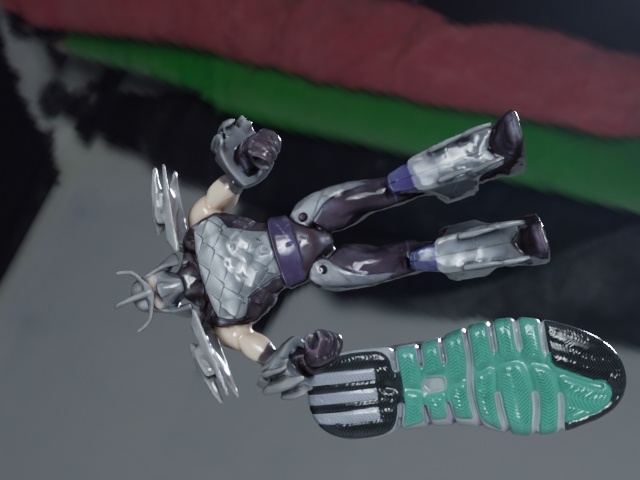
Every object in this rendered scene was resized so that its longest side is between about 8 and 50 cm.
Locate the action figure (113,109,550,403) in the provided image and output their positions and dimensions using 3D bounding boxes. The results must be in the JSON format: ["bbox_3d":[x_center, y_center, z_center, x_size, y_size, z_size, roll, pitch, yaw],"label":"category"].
[{"bbox_3d":[0.000,0.000,1.095,0.285,0.185,0.099,-16,3,1],"label":"action figure"}]

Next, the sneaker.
[{"bbox_3d":[0.104,0.095,1.205,0.223,0.083,0.098,-2,2,4],"label":"sneaker"}]
